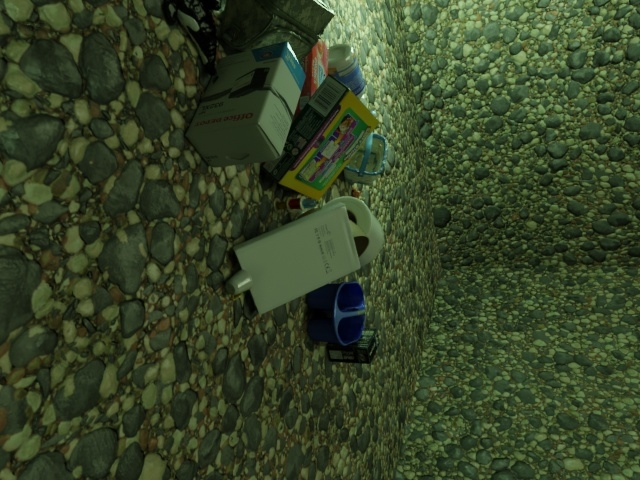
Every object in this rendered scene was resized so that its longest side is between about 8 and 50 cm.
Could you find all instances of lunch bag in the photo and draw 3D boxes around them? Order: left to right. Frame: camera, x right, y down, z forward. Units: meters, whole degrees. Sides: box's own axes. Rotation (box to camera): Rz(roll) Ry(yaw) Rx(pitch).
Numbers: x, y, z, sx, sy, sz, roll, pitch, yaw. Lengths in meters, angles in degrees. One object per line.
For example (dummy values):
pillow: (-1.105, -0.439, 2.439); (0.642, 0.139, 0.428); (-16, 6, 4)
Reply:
lunch bag: (-0.136, -0.654, 1.439); (0.212, 0.256, 0.305); (46, 22, 13)

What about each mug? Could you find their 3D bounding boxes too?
mug: (-0.230, 0.130, 1.356); (0.064, 0.062, 0.078); (-36, 114, -53)

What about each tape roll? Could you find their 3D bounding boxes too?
tape roll: (0.111, -0.031, 1.909); (0.169, 0.246, 0.245); (43, 49, -59)

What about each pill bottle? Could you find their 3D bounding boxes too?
pill bottle: (0.105, -0.681, 2.066); (0.272, 0.153, 0.152); (61, 36, -46)

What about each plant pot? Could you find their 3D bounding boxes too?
plant pot: (0.000, 0.000, 1.687); (0.190, 0.284, 0.284); (57, 14, 22)

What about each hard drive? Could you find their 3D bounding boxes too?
hard drive: (-0.063, 0.054, 1.461); (0.047, 0.353, 0.232); (40, -30, 58)

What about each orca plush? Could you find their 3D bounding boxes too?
orca plush: (-0.298, -0.560, 1.205); (0.151, 0.102, 0.287); (-54, 136, -54)

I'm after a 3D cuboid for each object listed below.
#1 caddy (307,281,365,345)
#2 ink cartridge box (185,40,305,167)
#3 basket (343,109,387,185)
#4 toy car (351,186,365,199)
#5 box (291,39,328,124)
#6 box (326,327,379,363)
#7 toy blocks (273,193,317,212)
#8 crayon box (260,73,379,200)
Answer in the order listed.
caddy: (0.084, 0.282, 1.902); (0.341, 0.179, 0.241); (7, 81, -66)
ink cartridge box: (-0.191, -0.359, 1.281); (0.129, 0.223, 0.307); (55, 40, -49)
basket: (0.195, -0.393, 2.143); (0.289, 0.201, 0.254); (109, -6, -59)
toy car: (0.191, -0.228, 2.355); (0.122, 0.041, 0.060); (-3, 91, -66)
box: (-0.070, -0.550, 1.663); (0.142, 0.154, 0.299); (24, 65, -65)
box: (0.136, 0.433, 2.002); (0.147, 0.180, 0.077); (-49, 131, -58)
toy blocks: (-0.068, -0.127, 1.631); (0.123, 0.148, 0.054); (-25, 111, -64)
crayon box: (0.009, -0.328, 1.631); (0.363, 0.106, 0.313); (-51, 159, 11)
